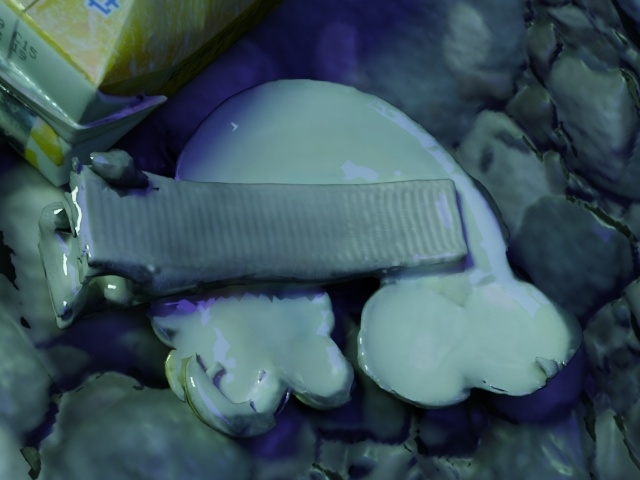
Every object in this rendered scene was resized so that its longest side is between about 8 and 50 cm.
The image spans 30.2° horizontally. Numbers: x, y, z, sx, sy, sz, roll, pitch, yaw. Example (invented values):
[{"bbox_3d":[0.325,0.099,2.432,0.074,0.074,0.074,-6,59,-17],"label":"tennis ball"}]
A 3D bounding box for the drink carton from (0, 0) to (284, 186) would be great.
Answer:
[{"bbox_3d":[-0.069,-0.076,0.359,0.084,0.074,0.200,43,55,-2],"label":"drink carton"}]

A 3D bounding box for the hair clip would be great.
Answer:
[{"bbox_3d":[0.000,0.000,0.372,0.172,0.049,0.116,-2,73,-30],"label":"hair clip"}]
